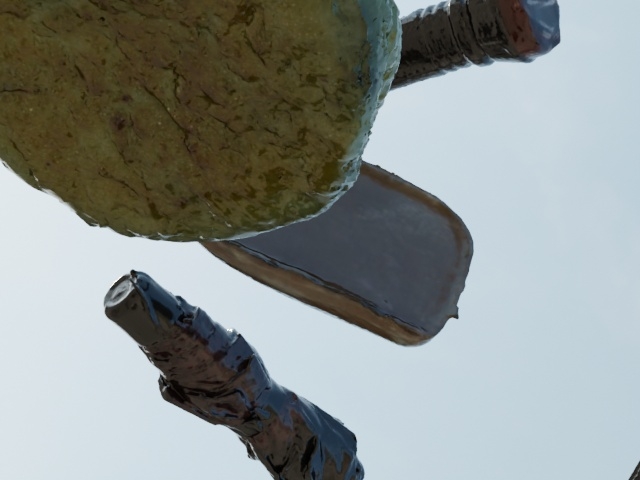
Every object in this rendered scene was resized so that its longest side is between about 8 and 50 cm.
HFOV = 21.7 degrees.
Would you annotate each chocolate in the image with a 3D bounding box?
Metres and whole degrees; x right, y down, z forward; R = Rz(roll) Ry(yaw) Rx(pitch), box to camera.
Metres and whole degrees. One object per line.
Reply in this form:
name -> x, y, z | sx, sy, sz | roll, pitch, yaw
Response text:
chocolate -> -0.001, 0.000, 1.418 | 0.261, 0.161, 0.083 | 29, -41, -1

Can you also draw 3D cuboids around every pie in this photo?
pie -> -0.086, -0.103, 0.887 | 0.277, 0.078, 0.277 | 13, -37, 10

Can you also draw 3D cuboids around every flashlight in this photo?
flashlight -> 0.102, -0.180, 1.531 | 0.232, 0.093, 0.093 | -15, -76, 33

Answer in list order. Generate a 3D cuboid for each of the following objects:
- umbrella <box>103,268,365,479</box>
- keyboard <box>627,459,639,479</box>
umbrella -> -0.077, 0.143, 1.559 | 0.090, 0.094, 0.326 | -39, -62, 15
keyboard -> 0.243, 0.167, 0.859 | 0.202, 0.011, 0.067 | 36, -77, 37
